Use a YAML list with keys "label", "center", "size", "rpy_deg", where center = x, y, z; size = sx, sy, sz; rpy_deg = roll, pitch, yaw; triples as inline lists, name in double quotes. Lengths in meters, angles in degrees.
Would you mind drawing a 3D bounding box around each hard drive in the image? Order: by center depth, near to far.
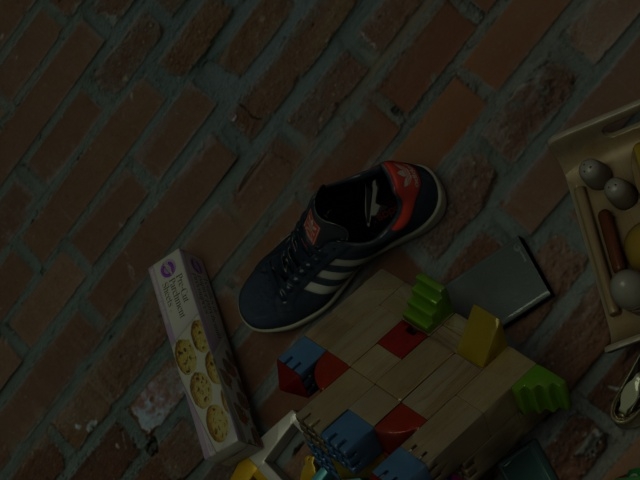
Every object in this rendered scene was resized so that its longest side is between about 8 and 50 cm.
- label: "hard drive"
  center: [0.233, 0.069, 2.064]
  size: [0.135, 0.022, 0.094]
  rpy_deg: [-35, 64, 19]

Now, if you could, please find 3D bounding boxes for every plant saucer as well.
- label: "plant saucer"
  center: [0.290, 0.348, 1.977]
  size: [0.067, 0.018, 0.192]
  rpy_deg: [-36, 63, 19]

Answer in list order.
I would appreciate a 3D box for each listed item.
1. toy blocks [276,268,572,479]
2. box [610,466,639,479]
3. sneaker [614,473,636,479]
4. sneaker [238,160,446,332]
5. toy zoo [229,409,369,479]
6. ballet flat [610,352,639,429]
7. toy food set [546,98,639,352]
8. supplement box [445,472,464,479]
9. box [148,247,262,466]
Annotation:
- label: "toy blocks"
  center: [0.090, 0.202, 1.961]
  size: [0.261, 0.190, 0.381]
  rpy_deg: [-40, 44, -19]
- label: "box"
  center: [0.383, 0.336, 1.796]
  size: [0.105, 0.043, 0.179]
  rpy_deg: [-17, 48, 39]
- label: "sneaker"
  center: [0.403, 0.301, 1.892]
  size: [0.175, 0.067, 0.064]
  rpy_deg: [-33, 64, 19]
- label: "sneaker"
  center: [0.000, 0.000, 2.140]
  size: [0.350, 0.148, 0.131]
  rpy_deg: [-39, 63, 18]
- label: "toy zoo"
  center: [-0.025, 0.371, 2.147]
  size: [0.293, 0.030, 0.192]
  rpy_deg: [42, 102, 30]
- label: "ballet flat"
  center: [0.411, 0.159, 1.924]
  size: [0.057, 0.052, 0.168]
  rpy_deg: [29, 95, 33]
- label: "toy food set"
  center: [0.415, -0.032, 1.925]
  size: [0.220, 0.092, 0.306]
  rpy_deg: [-23, 63, 24]
- label: "supplement box"
  center: [0.145, 0.403, 1.980]
  size: [0.111, 0.114, 0.220]
  rpy_deg: [-3, 77, 9]
- label: "box"
  center: [-0.168, 0.166, 2.233]
  size: [0.067, 0.063, 0.324]
  rpy_deg: [-31, 60, 21]
